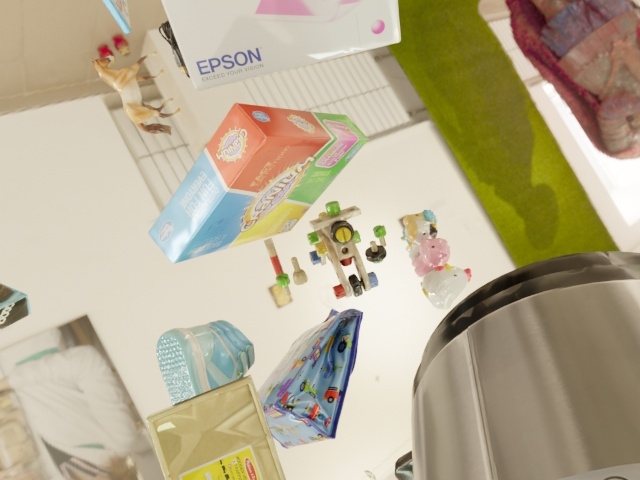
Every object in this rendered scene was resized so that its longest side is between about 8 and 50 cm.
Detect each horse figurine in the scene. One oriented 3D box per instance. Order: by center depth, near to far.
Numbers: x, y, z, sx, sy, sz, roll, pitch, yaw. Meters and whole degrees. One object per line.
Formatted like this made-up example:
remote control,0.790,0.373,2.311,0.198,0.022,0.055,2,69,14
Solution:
horse figurine,-0.511,-0.413,1.494,0.175,0.263,0.066,-25,-164,-19

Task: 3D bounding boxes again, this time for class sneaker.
sneaker,-0.198,0.312,1.081,0.127,0.318,0.208,-10,-177,34

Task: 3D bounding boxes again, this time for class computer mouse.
computer mouse,-0.272,-0.380,1.044,0.042,0.106,0.193,-27,-157,0

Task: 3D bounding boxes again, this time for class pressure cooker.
pressure cooker,0.267,0.213,0.463,0.370,0.375,0.420,5,-146,3

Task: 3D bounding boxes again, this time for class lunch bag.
lunch bag,-0.024,0.268,1.120,0.221,0.138,0.293,-42,-162,54

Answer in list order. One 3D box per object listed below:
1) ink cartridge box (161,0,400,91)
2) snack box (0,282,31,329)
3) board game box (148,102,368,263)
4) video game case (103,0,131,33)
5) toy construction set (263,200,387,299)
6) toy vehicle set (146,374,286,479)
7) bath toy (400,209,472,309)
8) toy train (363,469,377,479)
ink cartridge box,-0.067,-0.394,0.706,0.324,0.071,0.330,-14,133,2
snack box,-0.840,0.187,1.150,0.187,0.060,0.322,15,-151,24
board game box,-0.082,-0.092,0.822,0.242,0.064,0.317,-48,166,27
video game case,-0.399,-0.488,0.990,0.015,0.166,0.119,-19,150,3
toy construction set,0.000,0.000,1.344,0.309,0.237,0.257,-10,-149,13
toy vehicle set,-0.141,0.362,0.799,0.166,0.266,0.035,-18,175,-11
bath toy,0.304,0.040,1.412,0.129,0.151,0.348,-34,-154,14
toy train,0.146,0.620,1.273,0.046,0.125,0.166,-52,146,-26
